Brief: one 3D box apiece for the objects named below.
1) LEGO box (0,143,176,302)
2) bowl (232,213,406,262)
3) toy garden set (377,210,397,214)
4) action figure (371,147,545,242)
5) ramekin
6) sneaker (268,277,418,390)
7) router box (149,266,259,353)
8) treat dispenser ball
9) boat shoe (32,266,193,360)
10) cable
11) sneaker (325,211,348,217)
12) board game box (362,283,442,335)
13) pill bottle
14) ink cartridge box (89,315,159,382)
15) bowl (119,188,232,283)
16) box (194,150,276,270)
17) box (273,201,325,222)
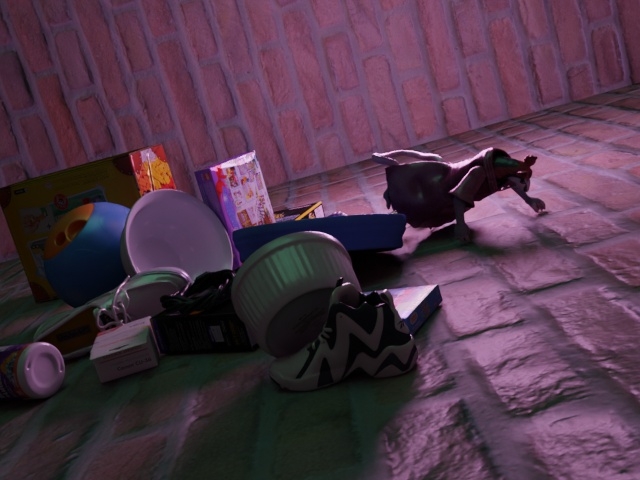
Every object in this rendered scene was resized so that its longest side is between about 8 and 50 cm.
[{"bbox_3d":[-0.680,-0.049,2.462,0.500,0.372,0.193,-11,12,20],"label":"LEGO box"},{"bbox_3d":[0.000,0.000,1.806,0.391,0.077,0.391,-5,-2,0],"label":"bowl"},{"bbox_3d":[0.170,-0.044,2.096,0.204,0.049,0.244,-15,4,-31],"label":"toy garden set"},{"bbox_3d":[0.340,-0.144,1.849,0.248,0.276,0.370,-18,-4,-42],"label":"action figure"},{"bbox_3d":[-0.029,0.097,1.289,0.207,0.207,0.109,-19,46,-13],"label":"ramekin"},{"bbox_3d":[0.018,0.133,1.212,0.235,0.153,0.094,-10,12,26],"label":"sneaker"},{"bbox_3d":[-0.151,0.128,1.638,0.243,0.081,0.309,-7,15,35],"label":"router box"},{"bbox_3d":[-0.561,0.045,2.076,0.288,0.288,0.288,-15,12,3],"label":"treat dispenser ball"},{"bbox_3d":[-0.448,0.167,1.731,0.367,0.136,0.156,-20,12,-3],"label":"boat shoe"},{"bbox_3d":[-0.236,0.099,1.572,0.150,0.047,0.184,-20,13,-16],"label":"cable"},{"bbox_3d":[-0.008,-0.004,2.071,0.236,0.095,0.104,-11,18,44],"label":"sneaker"},{"bbox_3d":[0.087,0.131,1.415,0.211,0.039,0.160,-10,13,31],"label":"board game box"},{"bbox_3d":[-0.603,0.259,1.570,0.193,0.108,0.108,-10,13,28],"label":"pill bottle"},{"bbox_3d":[-0.378,0.215,1.574,0.115,0.067,0.198,-18,10,-7],"label":"ink cartridge box"},{"bbox_3d":[-0.370,0.036,1.952,0.134,0.298,0.298,-29,0,42],"label":"bowl"},{"bbox_3d":[-0.206,-0.069,2.109,0.057,0.293,0.201,-8,13,33],"label":"box"},{"bbox_3d":[-0.174,-0.021,2.385,0.322,0.079,0.257,-11,14,23],"label":"box"}]
